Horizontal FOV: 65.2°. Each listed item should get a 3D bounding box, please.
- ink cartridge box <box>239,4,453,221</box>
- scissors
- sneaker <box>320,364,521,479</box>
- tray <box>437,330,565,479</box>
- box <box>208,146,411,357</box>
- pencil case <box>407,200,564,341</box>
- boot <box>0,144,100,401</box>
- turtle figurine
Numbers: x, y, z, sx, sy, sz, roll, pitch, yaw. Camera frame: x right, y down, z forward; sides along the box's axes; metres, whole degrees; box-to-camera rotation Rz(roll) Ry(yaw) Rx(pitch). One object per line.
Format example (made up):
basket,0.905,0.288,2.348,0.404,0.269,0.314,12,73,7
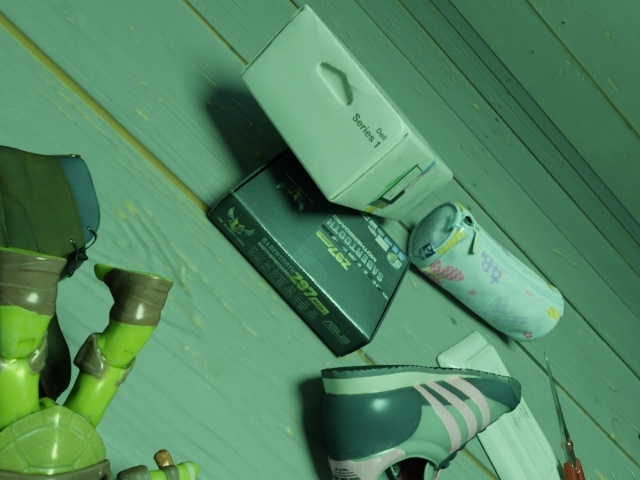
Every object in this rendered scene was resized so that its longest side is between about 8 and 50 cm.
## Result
ink cartridge box,0.050,-0.144,0.660,0.201,0.117,0.278,55,18,16
scissors,0.368,0.317,0.735,0.109,0.021,0.297,17,63,-41
sneaker,0.126,0.213,0.577,0.318,0.112,0.131,13,70,-36
tray,0.277,0.268,0.728,0.145,0.030,0.270,-12,70,-50
box,0.000,0.000,0.628,0.233,0.059,0.183,48,39,-5
pencil case,0.268,0.053,0.810,0.273,0.124,0.114,38,40,-20
boot,-0.208,0.011,0.392,0.106,0.082,0.219,-14,70,-47
turtle figurine,-0.171,0.115,0.277,0.269,0.087,0.218,15,82,-31
